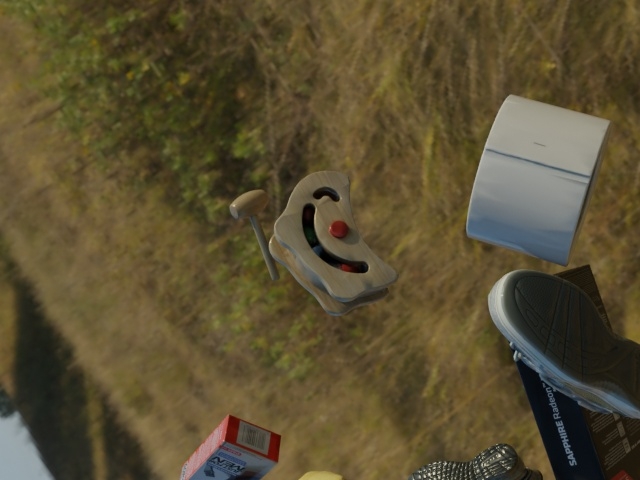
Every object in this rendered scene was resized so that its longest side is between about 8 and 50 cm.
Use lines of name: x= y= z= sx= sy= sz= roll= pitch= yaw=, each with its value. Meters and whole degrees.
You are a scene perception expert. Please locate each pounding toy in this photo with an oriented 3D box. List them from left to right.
pounding toy: x=0.000 y=0.000 z=1.598 sx=0.269 sy=0.154 sz=0.155 roll=46 pitch=157 yaw=11

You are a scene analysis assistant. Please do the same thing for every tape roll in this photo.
tape roll: x=0.351 y=-0.097 z=1.648 sx=0.169 sy=0.246 sz=0.246 roll=18 pitch=153 yaw=17

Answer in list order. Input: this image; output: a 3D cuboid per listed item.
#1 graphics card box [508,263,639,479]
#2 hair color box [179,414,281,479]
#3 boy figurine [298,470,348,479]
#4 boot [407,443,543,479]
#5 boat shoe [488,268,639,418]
graphics card box: x=0.430 y=0.237 z=1.703 sx=0.094 sy=0.232 sz=0.371 roll=-20 pitch=86 yaw=37
hair color box: x=-0.140 y=0.340 z=1.555 sx=0.093 sy=0.053 sz=0.167 roll=25 pitch=133 yaw=-17
boy figurine: x=-0.073 y=0.425 z=1.446 sx=0.177 sy=0.285 sz=0.092 roll=42 pitch=-176 yaw=10
boot: x=0.308 y=0.491 z=2.030 sx=0.161 sy=0.246 sz=0.083 roll=48 pitch=-153 yaw=-45
boat shoe: x=0.309 y=0.140 z=1.275 sx=0.320 sy=0.118 sz=0.103 roll=30 pitch=148 yaw=-32
